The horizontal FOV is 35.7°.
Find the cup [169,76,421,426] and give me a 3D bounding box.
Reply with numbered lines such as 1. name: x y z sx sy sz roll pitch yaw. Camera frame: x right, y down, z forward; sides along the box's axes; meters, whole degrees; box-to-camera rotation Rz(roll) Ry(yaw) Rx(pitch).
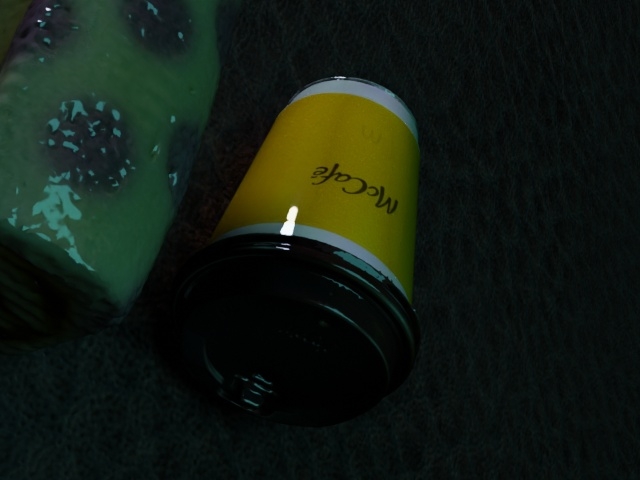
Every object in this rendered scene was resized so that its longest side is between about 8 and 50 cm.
1. cup: 0.000 0.000 0.822 0.196 0.196 0.280 48 40 -30

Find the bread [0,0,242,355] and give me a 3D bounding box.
1. bread: -0.153 -0.104 0.657 0.155 0.187 0.338 35 54 -32
